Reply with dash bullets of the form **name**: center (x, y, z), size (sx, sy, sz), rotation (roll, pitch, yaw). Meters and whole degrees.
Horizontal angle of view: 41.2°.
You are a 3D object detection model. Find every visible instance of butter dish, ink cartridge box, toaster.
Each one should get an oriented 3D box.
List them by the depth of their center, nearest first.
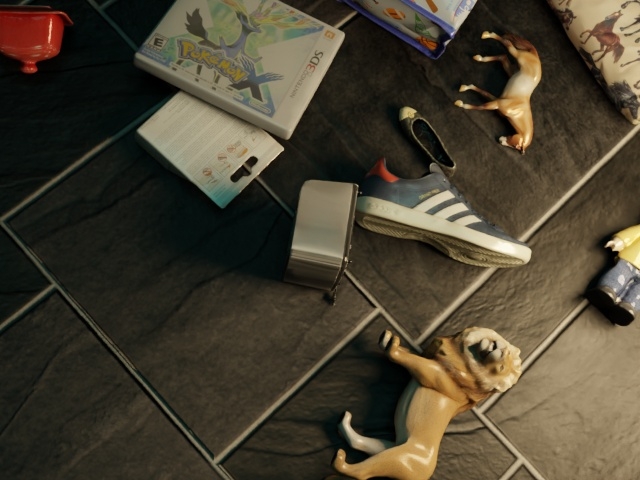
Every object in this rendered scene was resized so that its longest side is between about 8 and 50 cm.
- **toaster**: center (0.000, 0.000, 1.539), size (0.110, 0.168, 0.186), rotation (10, 70, -3)
- **butter dish**: center (-0.550, -0.373, 1.596), size (0.160, 0.160, 0.118), rotation (-1, 96, -10)
- **ink cartridge box**: center (-0.212, -0.186, 1.627), size (0.224, 0.056, 0.181), rotation (43, 70, 2)

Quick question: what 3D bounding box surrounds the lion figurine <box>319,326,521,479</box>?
- **lion figurine**: center (0.177, 0.310, 1.499), size (0.240, 0.142, 0.392), rotation (30, 84, -7)

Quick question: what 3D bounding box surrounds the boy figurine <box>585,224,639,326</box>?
- **boy figurine**: center (0.652, 0.041, 1.673), size (0.177, 0.092, 0.285), rotation (44, 74, 9)

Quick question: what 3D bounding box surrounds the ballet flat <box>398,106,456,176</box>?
- **ballet flat**: center (0.218, -0.202, 1.701), size (0.057, 0.049, 0.173), rotation (-34, 80, -19)

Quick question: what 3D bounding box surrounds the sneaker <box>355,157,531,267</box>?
- **sneaker**: center (0.243, -0.060, 1.616), size (0.349, 0.131, 0.148), rotation (20, 72, -3)

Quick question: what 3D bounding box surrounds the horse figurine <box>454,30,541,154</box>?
- **horse figurine**: center (0.388, -0.327, 1.763), size (0.174, 0.066, 0.263), rotation (22, 72, 4)

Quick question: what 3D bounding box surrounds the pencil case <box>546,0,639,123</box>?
- **pencil case**: center (0.634, -0.433, 1.788), size (0.183, 0.160, 0.410), rotation (-29, 78, -2)

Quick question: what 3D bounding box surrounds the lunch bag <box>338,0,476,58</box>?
- **lunch bag**: center (0.167, -0.609, 1.704), size (0.385, 0.239, 0.328), rotation (31, 85, -1)

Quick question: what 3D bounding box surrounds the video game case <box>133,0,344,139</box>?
- **video game case**: center (-0.151, -0.378, 1.672), size (0.328, 0.036, 0.300), rotation (26, 57, 0)
